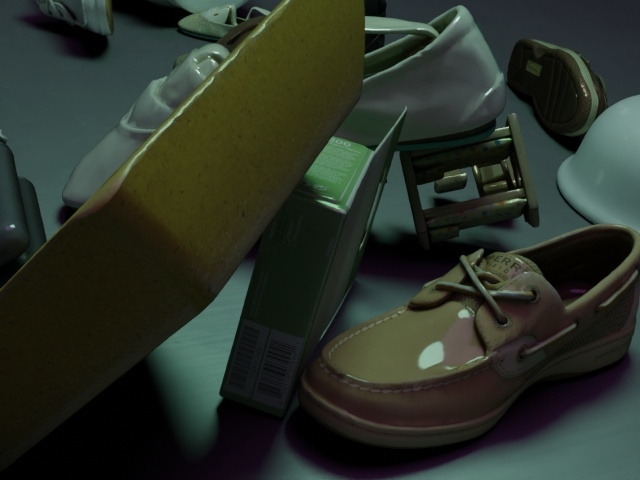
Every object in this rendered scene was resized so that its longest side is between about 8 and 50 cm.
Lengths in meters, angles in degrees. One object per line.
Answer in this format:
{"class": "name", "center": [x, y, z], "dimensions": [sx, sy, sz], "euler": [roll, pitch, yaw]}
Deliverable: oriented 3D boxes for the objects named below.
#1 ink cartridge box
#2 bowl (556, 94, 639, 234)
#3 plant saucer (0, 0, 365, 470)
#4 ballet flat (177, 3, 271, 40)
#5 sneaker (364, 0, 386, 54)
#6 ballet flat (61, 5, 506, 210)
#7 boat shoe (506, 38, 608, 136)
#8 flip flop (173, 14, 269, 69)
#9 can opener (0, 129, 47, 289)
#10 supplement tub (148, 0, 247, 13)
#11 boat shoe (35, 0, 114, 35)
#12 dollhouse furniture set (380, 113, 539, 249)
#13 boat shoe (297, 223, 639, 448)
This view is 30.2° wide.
{"class": "ink cartridge box", "center": [0.000, 0.000, 0.891], "dimensions": [0.056, 0.171, 0.235], "euler": [18, 27, 5]}
{"class": "bowl", "center": [0.414, -0.090, 1.267], "dimensions": [0.298, 0.134, 0.298], "euler": [8, 27, -4]}
{"class": "plant saucer", "center": [-0.110, -0.002, 0.725], "dimensions": [0.081, 0.333, 0.332], "euler": [45, 39, -9]}
{"class": "ballet flat", "center": [-0.104, -0.286, 1.564], "dimensions": [0.168, 0.052, 0.057], "euler": [13, 26, 7]}
{"class": "sneaker", "center": [0.000, -0.270, 1.487], "dimensions": [0.228, 0.130, 0.087], "euler": [-18, 36, -40]}
{"class": "ballet flat", "center": [-0.042, -0.124, 1.037], "dimensions": [0.400, 0.139, 0.139], "euler": [-12, 27, 3]}
{"class": "boat shoe", "center": [0.320, -0.196, 1.495], "dimensions": [0.095, 0.095, 0.257], "euler": [10, 25, -14]}
{"class": "flip flop", "center": [-0.061, -0.188, 1.197], "dimensions": [0.112, 0.080, 0.277], "euler": [-9, 15, -33]}
{"class": "can opener", "center": [-0.291, -0.032, 0.995], "dimensions": [0.095, 0.076, 0.283], "euler": [-28, 34, -3]}
{"class": "supplement tub", "center": [-0.231, -0.469, 1.659], "dimensions": [0.241, 0.241, 0.331], "euler": [-14, 39, -40]}
{"class": "boat shoe", "center": [-0.318, -0.314, 1.501], "dimensions": [0.096, 0.098, 0.277], "euler": [-4, 17, -17]}
{"class": "dollhouse furniture set", "center": [0.105, -0.033, 1.140], "dimensions": [0.182, 0.101, 0.161], "euler": [-12, -12, 3]}
{"class": "boat shoe", "center": [0.122, 0.056, 0.892], "dimensions": [0.341, 0.110, 0.122], "euler": [-16, 36, -42]}
